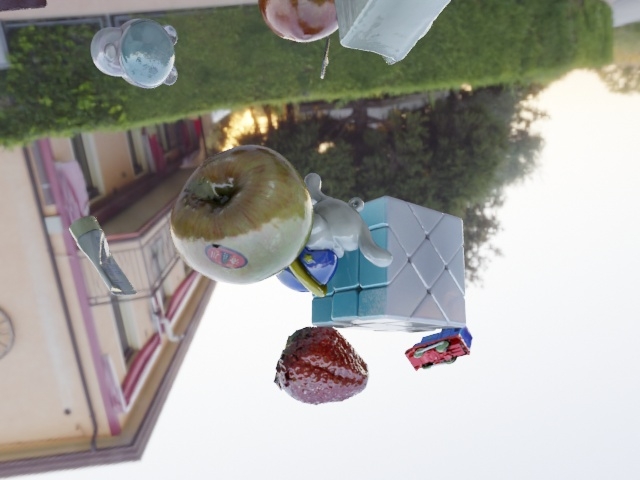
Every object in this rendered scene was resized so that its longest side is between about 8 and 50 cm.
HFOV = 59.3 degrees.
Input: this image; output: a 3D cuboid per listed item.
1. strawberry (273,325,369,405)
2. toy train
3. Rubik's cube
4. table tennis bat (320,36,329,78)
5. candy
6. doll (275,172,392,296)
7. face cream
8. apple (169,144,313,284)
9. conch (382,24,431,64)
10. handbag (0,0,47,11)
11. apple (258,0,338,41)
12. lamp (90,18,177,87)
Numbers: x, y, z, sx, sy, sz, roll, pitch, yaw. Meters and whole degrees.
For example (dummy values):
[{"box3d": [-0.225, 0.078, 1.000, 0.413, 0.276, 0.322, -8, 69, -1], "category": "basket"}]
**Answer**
[{"box3d": [0.014, 0.391, 1.729, 0.288, 0.250, 0.238, 24, 168, 1], "category": "strawberry"}, {"box3d": [0.386, 0.347, 1.827, 0.204, 0.083, 0.131, -24, -163, 34], "category": "toy train"}, {"box3d": [0.186, 0.087, 1.577, 0.318, 0.322, 0.316, 12, 164, -37], "category": "Rubik's cube"}, {"box3d": [0.016, -0.596, 1.843, 0.022, 0.131, 0.234, 9, -166, -2], "category": "table tennis bat"}, {"box3d": [0.155, -0.507, 0.981, 0.145, 0.208, 0.358, 5, 159, -22], "category": "candy"}, {"box3d": [-0.020, -0.022, 1.269, 0.242, 0.311, 0.159, -40, 144, 24], "category": "doll"}, {"box3d": [-0.547, 0.047, 1.413, 0.070, 0.224, 0.114, -35, 170, 7], "category": "face cream"}, {"box3d": [-0.134, -0.042, 0.979, 0.260, 0.261, 0.194, 0, 153, 26], "category": "apple"}, {"box3d": [0.204, -0.535, 1.391, 0.122, 0.176, 0.188, 28, -148, 7], "category": "conch"}, {"box3d": [-0.786, -0.661, 1.309, 0.275, 0.260, 0.084, -27, -120, -34], "category": "handbag"}, {"box3d": [-0.039, -0.577, 1.281, 0.229, 0.230, 0.230, -7, -165, 2], "category": "apple"}, {"box3d": [-0.488, -0.503, 1.512, 0.108, 0.180, 0.246, 16, -159, 41], "category": "lamp"}]
